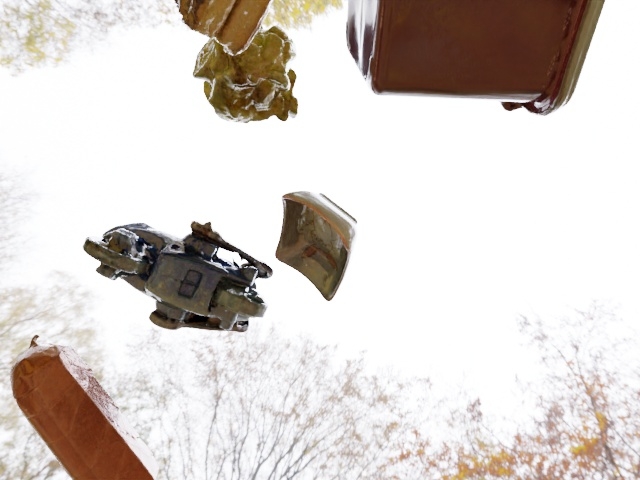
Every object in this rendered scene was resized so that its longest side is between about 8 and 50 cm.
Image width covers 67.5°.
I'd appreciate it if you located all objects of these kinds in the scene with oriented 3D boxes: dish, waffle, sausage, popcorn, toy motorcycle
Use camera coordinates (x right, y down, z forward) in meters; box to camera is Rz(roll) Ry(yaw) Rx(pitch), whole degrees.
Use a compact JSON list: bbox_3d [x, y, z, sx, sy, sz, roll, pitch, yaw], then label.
[{"bbox_3d":[0.000,0.000,0.867,0.151,0.212,0.077,38,-121,16],"label":"dish"},{"bbox_3d":[-0.130,-0.410,0.616,0.213,0.091,0.308,-51,-131,31],"label":"waffle"},{"bbox_3d":[-0.215,0.159,0.426,0.065,0.065,0.169,-31,-83,14],"label":"sausage"},{"bbox_3d":[-0.119,-0.291,0.836,0.187,0.167,0.185,17,-40,27],"label":"popcorn"},{"bbox_3d":[-0.250,0.068,0.834,0.319,0.241,0.182,26,-118,-24],"label":"toy motorcycle"}]

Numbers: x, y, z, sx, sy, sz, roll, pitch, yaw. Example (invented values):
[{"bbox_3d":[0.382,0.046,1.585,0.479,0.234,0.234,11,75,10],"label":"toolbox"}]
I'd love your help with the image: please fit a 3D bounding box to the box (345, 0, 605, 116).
[{"bbox_3d":[0.113,-0.253,0.373,0.167,0.193,0.294,-4,-54,-6],"label":"box"}]
